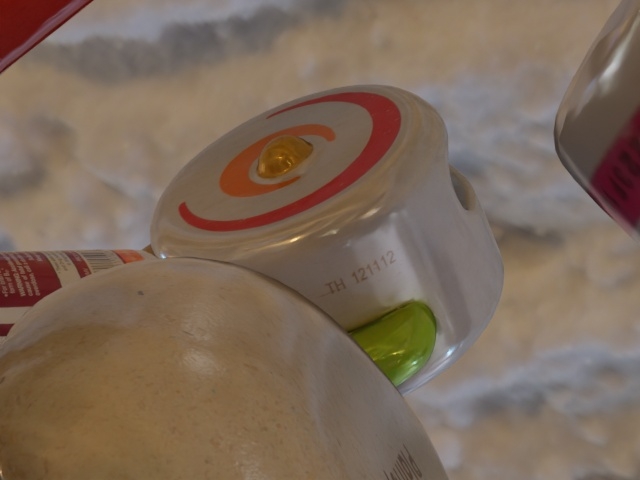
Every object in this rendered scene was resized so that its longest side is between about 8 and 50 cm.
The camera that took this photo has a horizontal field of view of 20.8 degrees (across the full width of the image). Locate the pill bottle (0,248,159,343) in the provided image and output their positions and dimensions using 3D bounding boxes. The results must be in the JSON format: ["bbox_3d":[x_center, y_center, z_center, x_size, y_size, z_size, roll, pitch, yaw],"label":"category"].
[{"bbox_3d":[-0.185,0.066,0.882,0.221,0.121,0.121,-1,157,-27],"label":"pill bottle"}]

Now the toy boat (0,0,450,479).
[{"bbox_3d":[-0.070,0.047,0.527,0.318,0.148,0.267,59,-172,7],"label":"toy boat"}]

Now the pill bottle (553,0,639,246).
[{"bbox_3d":[0.199,0.021,0.357,0.283,0.160,0.160,46,148,11],"label":"pill bottle"}]

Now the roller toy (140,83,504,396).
[{"bbox_3d":[0.000,0.000,1.056,0.209,0.191,0.146,2,128,41],"label":"roller toy"}]
